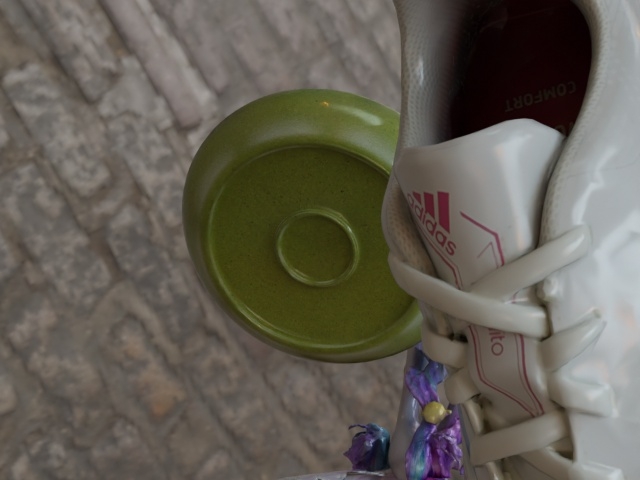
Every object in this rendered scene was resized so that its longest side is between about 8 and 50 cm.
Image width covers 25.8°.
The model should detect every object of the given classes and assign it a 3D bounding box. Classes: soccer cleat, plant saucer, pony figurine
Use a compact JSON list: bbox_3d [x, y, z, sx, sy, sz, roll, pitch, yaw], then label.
[{"bbox_3d":[0.073,0.042,0.443,0.143,0.116,0.331,24,52,-53],"label":"soccer cleat"},{"bbox_3d":[0.000,0.000,1.099,0.241,0.241,0.037,58,25,-14],"label":"plant saucer"},{"bbox_3d":[0.113,0.244,1.536,0.351,0.303,0.363,78,29,-71],"label":"pony figurine"}]
